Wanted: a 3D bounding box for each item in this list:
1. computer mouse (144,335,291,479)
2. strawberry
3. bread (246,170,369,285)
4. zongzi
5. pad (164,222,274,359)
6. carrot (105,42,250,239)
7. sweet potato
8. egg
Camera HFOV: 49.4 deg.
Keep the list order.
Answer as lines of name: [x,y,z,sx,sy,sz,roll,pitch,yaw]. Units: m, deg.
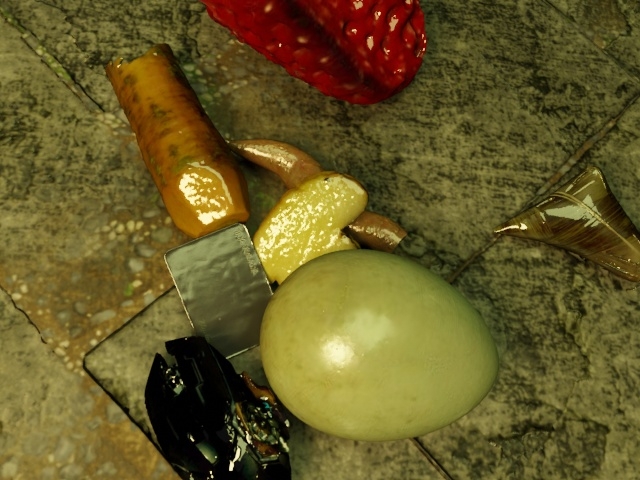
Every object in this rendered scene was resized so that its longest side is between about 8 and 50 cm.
computer mouse: [-0.122,0.208,0.781,0.146,0.077,0.241,-43,64,2]
strawberry: [0.006,-0.358,1.021,0.345,0.295,0.317,55,44,-21]
bread: [0.000,0.000,0.918,0.149,0.065,0.187,39,97,0]
zongzi: [0.375,0.013,1.009,0.184,0.084,0.187,-31,79,-8]
pad: [-0.119,0.066,0.883,0.112,0.003,0.157,-23,91,-12]
carrot: [-0.193,-0.141,0.940,0.114,0.114,0.301,-23,71,-20]
sweet potato: [-0.007,-0.071,0.973,0.281,0.059,0.067,38,83,8]
egg: [0.074,0.126,0.813,0.296,0.218,0.218,17,63,-16]
